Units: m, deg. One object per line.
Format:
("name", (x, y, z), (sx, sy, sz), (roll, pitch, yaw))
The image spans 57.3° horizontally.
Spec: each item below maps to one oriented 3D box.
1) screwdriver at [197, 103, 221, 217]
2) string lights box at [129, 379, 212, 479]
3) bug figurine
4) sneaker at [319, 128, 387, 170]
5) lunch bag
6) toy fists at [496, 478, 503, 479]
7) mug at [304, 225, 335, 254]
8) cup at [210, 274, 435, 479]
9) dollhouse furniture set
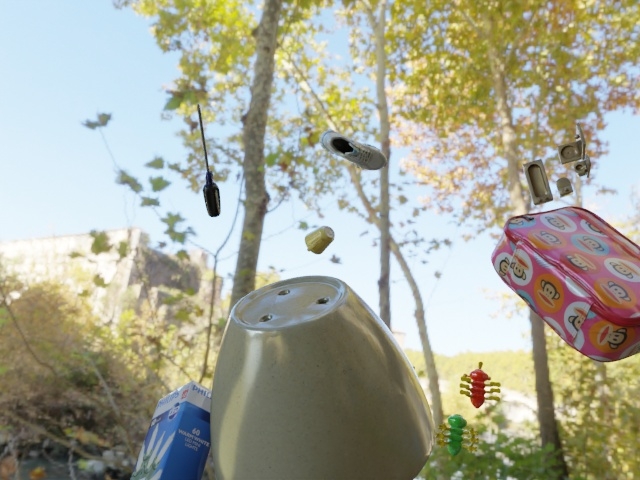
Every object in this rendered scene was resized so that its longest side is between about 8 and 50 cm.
("screwdriver", (-0.151, -0.106, 0.796), (0.025, 0.169, 0.024), (-16, 37, -27))
("string lights box", (-0.260, 0.389, 1.009), (0.077, 0.259, 0.133), (35, -48, -23))
("bug figurine", (0.257, 0.364, 1.334), (0.279, 0.216, 0.072), (10, -21, 10))
("sneaker", (0.091, -0.226, 1.516), (0.191, 0.071, 0.083), (18, 10, -18))
("lunch bag", (0.472, 0.060, 1.003), (0.258, 0.293, 0.120), (-9, -50, -26))
("toy fists", (0.453, 0.710, 1.428), (0.142, 0.279, 0.096), (5, -58, 15))
("mug", (0.003, 0.000, 1.460), (0.062, 0.078, 0.064), (29, -46, -27))
("cup", (-0.018, 0.190, 0.838), (0.331, 0.236, 0.331), (-11, 19, 4))
("dollhouse furniture set", (0.596, -0.187, 1.479), (0.151, 0.144, 0.123), (-16, -17, 19))
